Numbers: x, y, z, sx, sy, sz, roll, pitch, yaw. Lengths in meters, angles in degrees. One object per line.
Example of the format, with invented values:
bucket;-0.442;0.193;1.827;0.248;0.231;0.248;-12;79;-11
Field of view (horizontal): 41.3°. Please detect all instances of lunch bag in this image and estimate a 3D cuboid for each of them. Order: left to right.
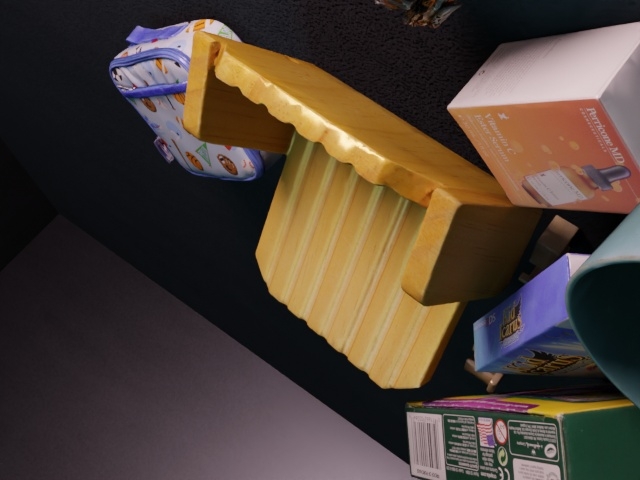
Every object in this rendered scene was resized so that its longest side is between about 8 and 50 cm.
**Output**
lunch bag;-0.182;-0.205;1.237;0.303;0.115;0.243;10;142;55

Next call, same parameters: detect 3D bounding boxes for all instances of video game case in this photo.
video game case;0.305;0.087;0.829;0.245;0.061;0.269;5;161;-5

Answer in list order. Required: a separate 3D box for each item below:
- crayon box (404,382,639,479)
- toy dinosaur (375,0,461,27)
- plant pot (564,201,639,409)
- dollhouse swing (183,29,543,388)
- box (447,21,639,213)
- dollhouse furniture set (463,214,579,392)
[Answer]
crayon box;0.313;0.225;0.975;0.313;0.106;0.363;-1;172;-17
toy dinosaur;0.054;-0.286;0.609;0.219;0.164;0.321;22;139;10
plant pot;0.341;0.021;0.519;0.293;0.235;0.293;37;165;12
dollhouse swing;0.000;0.000;0.941;0.347;0.304;0.315;38;-160;26
box;0.219;-0.099;0.723;0.130;0.091;0.170;50;160;-25
dollhouse furniture set;0.257;0.094;0.980;0.101;0.161;0.182;34;161;18
